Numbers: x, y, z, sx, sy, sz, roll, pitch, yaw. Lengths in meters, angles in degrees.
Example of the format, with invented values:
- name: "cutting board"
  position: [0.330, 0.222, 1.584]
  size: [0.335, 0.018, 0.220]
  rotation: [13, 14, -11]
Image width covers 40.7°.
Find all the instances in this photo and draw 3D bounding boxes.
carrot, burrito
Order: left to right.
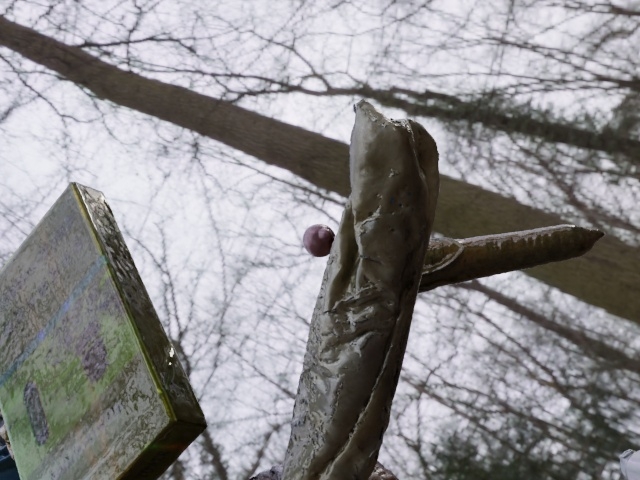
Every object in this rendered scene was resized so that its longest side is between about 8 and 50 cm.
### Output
- name: "burrito"
  position: [0.022, 0.043, 0.461]
  size: [0.063, 0.058, 0.230]
  rotation: [-176, 96, -88]
- name: "carrot"
  position: [0.187, 0.023, 1.106]
  size: [0.070, 0.342, 0.070]
  rotation: [-12, -90, -72]

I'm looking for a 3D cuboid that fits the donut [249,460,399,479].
- name: "donut"
  position: [0.020, 0.217, 0.585]
  size: [0.073, 0.166, 0.184]
  rotation: [-28, -44, -32]

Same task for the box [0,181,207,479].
- name: "box"
  position: [-0.146, 0.071, 0.515]
  size: [0.121, 0.193, 0.030]
  rotation: [-47, -38, 18]

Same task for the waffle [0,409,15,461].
- name: "waffle"
  position: [-0.314, 0.223, 1.035]
  size: [0.069, 0.293, 0.260]
  rotation: [-23, -62, -2]

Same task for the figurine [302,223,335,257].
- name: "figurine"
  position: [0.000, 0.000, 1.702]
  size: [0.071, 0.083, 0.067]
  rotation: [27, -113, -6]

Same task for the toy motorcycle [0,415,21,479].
- name: "toy motorcycle"
  position: [-0.432, 0.320, 1.283]
  size: [0.416, 0.232, 0.172]
  rotation: [0, -75, -60]

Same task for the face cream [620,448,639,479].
- name: "face cream"
  position: [0.208, 0.138, 0.495]
  size: [0.034, 0.034, 0.130]
  rotation: [-63, 1, -8]
